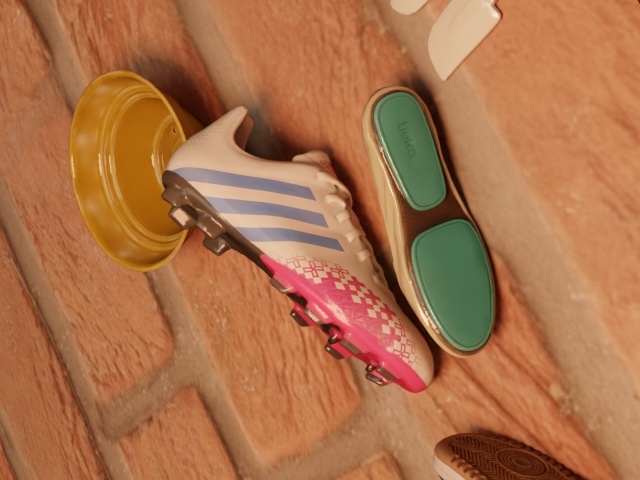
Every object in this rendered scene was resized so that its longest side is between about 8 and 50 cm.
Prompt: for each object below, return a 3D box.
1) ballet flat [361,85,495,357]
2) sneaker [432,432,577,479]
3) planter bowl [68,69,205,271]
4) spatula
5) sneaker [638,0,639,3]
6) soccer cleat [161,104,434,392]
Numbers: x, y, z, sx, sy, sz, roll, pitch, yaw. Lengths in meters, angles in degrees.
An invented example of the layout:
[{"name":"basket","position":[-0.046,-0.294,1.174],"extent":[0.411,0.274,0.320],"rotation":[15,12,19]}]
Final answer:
[{"name":"ballet flat","position":[0.091,-0.015,1.031],"extent":[0.086,0.086,0.249],"rotation":[-18,86,46]},{"name":"sneaker","position":[0.199,0.287,0.976],"extent":[0.282,0.099,0.153],"rotation":[28,117,34]},{"name":"planter bowl","position":[-0.176,-0.080,1.258],"extent":[0.217,0.090,0.217],"rotation":[12,108,42]},{"name":"spatula","position":[0.124,-0.274,0.964],"extent":[0.168,0.019,0.242],"rotation":[58,133,19]},{"name":"sneaker","position":[0.282,-0.200,0.805],"extent":[0.128,0.087,0.221],"rotation":[-26,67,16]},{"name":"soccer cleat","position":[0.000,0.000,1.092],"extent":[0.331,0.143,0.116],"rotation":[40,168,8]}]
